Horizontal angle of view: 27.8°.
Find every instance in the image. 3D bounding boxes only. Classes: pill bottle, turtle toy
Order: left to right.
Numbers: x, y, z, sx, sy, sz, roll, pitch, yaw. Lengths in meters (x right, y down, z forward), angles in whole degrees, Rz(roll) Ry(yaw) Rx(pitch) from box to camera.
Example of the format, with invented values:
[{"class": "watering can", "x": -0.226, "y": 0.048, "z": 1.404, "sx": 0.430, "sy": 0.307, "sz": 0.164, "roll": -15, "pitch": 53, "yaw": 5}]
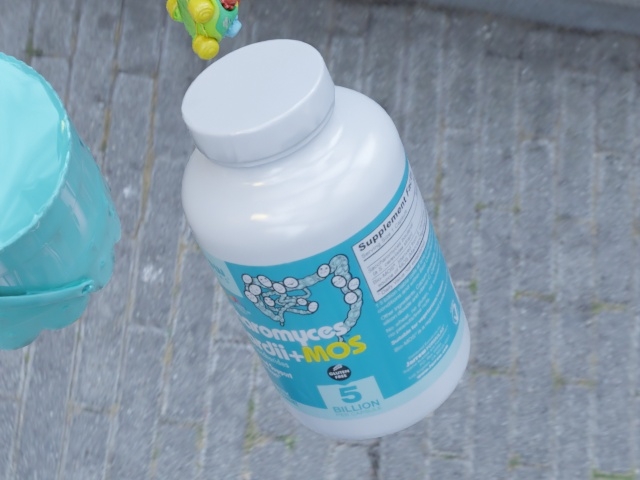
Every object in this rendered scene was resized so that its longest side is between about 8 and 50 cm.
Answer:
[{"class": "turtle toy", "x": -0.116, "y": -0.255, "z": 1.322, "sx": 0.066, "sy": 0.130, "sz": 0.095, "roll": -22, "pitch": 53, "yaw": -17}, {"class": "pill bottle", "x": 0.000, "y": 0.000, "z": 0.853, "sx": 0.146, "sy": 0.146, "sz": 0.264, "roll": -40, "pitch": 131, "yaw": -18}]

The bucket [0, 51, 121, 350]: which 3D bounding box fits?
[{"class": "bucket", "x": -0.345, "y": -0.040, "z": 1.260, "sx": 0.281, "sy": 0.183, "sz": 0.281, "roll": -1, "pitch": 64, "yaw": 2}]
